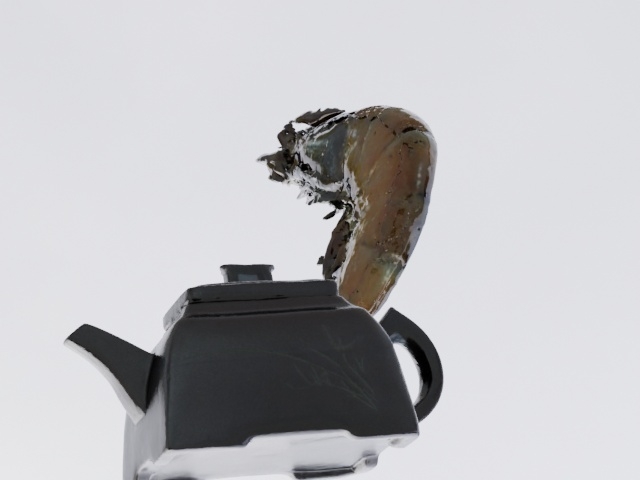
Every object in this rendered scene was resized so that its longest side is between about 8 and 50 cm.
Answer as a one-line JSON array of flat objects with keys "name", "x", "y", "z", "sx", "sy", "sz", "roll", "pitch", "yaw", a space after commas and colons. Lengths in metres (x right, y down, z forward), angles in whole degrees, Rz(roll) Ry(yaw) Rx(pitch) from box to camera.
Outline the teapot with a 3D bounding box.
[{"name": "teapot", "x": -0.028, "y": 0.057, "z": 0.904, "sx": 0.177, "sy": 0.087, "sz": 0.096, "roll": -2, "pitch": -109, "yaw": -20}]

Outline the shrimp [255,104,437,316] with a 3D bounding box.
[{"name": "shrimp", "x": 0.000, "y": 0.000, "z": 1.461, "sx": 0.222, "sy": 0.054, "sz": 0.290, "roll": -69, "pitch": -157, "yaw": 3}]
